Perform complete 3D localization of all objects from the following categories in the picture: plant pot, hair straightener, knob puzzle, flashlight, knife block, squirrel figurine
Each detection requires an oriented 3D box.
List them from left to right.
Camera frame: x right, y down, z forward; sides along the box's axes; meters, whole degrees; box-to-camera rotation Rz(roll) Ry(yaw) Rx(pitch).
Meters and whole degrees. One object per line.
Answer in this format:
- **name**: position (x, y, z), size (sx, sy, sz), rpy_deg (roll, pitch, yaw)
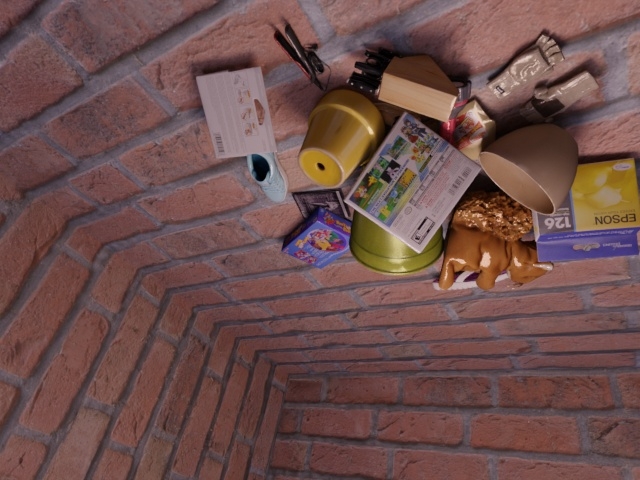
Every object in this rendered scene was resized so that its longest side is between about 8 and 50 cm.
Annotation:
- **hair straightener**: position (-0.038, -0.545, 1.267), size (0.088, 0.047, 0.230), rpy_deg (-15, 136, 33)
- **plant pot**: position (0.049, -0.308, 1.354), size (0.253, 0.239, 0.254), rpy_deg (23, 148, 15)
- **plant pot**: position (0.273, -0.127, 1.524), size (0.365, 0.367, 0.353), rpy_deg (3, 132, 13)
- **knife block**: position (0.217, -0.435, 1.184), size (0.241, 0.276, 0.088), rpy_deg (-14, 147, -13)
- **flashlight**: position (0.406, -0.350, 1.314), size (0.103, 0.103, 0.304), rpy_deg (7, 134, 21)
- **knob puzzle**: position (0.481, -0.346, 1.376), size (0.212, 0.030, 0.213), rpy_deg (16, 138, 15)
- **squirrel figurine**: position (0.654, 0.000, 1.527), size (0.369, 0.281, 0.398), rpy_deg (12, 119, 13)
- **plant pot**: position (0.663, -0.242, 1.290), size (0.191, 0.284, 0.284), rpy_deg (-46, 123, 6)

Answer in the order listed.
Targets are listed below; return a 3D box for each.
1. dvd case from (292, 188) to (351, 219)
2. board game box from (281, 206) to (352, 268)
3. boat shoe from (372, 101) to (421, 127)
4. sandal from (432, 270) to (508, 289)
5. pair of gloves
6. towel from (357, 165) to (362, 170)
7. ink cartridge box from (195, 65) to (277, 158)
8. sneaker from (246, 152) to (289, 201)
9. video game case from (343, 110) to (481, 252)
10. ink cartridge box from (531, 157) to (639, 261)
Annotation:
- **dvd case**: position (0.006, -0.154, 1.814), size (0.221, 0.018, 0.165), rpy_deg (-2, 142, 21)
- **board game box**: position (0.000, 0.000, 1.955), size (0.233, 0.078, 0.347), rpy_deg (26, 145, -21)
- **boat shoe**: position (0.231, -0.397, 1.364), size (0.189, 0.072, 0.068), rpy_deg (8, 144, 8)
- **sandal**: position (0.696, 0.149, 1.933), size (0.415, 0.169, 0.103), rpy_deg (-18, 95, 36)
- **pair of gloves**: position (0.629, -0.446, 1.201), size (0.240, 0.042, 0.204), rpy_deg (28, 145, -17)
- **towel**: position (0.143, -0.311, 1.547), size (0.067, 0.029, 0.119), rpy_deg (23, 144, -14)
- **ink cartridge box**: position (-0.268, -0.422, 1.399), size (0.238, 0.060, 0.276), rpy_deg (-2, 114, 18)
- **sneaker**: position (-0.220, -0.253, 1.635), size (0.135, 0.150, 0.366), rpy_deg (3, 143, 16)
- **video game case**: position (0.284, -0.176, 1.310), size (0.299, 0.036, 0.329), rpy_deg (34, 96, -6)
- **ink cartridge box**: position (0.861, -0.096, 1.376), size (0.303, 0.308, 0.072), rpy_deg (-6, 171, 14)
